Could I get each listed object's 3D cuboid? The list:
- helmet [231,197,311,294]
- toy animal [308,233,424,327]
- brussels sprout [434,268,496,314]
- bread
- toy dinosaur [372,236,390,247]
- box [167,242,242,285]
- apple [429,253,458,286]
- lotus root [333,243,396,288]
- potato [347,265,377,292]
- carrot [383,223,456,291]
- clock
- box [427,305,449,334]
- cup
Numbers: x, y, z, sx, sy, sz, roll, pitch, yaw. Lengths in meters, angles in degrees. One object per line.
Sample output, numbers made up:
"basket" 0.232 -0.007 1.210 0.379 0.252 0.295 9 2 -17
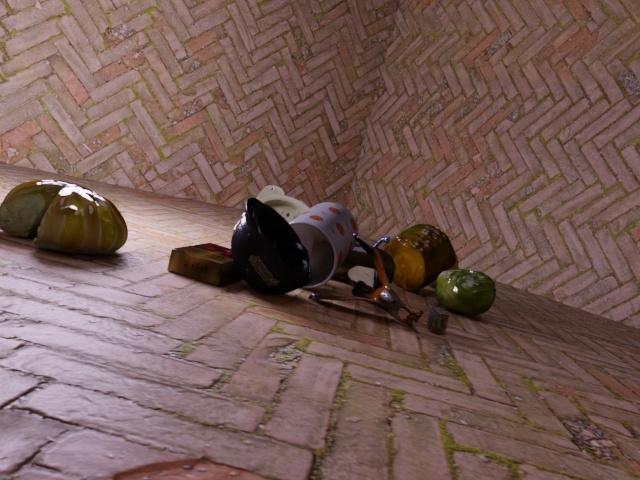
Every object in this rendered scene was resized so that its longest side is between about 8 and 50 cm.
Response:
"helmet" -0.154 0.034 1.398 0.279 0.160 0.231 49 22 -18
"toy animal" 0.162 0.173 1.505 0.302 0.225 0.284 33 -6 32
"brussels sprout" 0.517 0.190 1.870 0.223 0.161 0.223 -7 15 2
"bread" -0.657 -0.068 1.361 0.332 0.160 0.333 16 5 -1
"toy dinosaur" 0.153 0.046 2.167 0.247 0.188 0.075 15 -2 24
"box" -0.298 0.063 1.459 0.159 0.071 0.240 14 6 13
"apple" 0.542 0.130 2.386 0.199 0.200 0.200 14 6 -1
"lotus root" 0.145 0.087 1.912 0.274 0.152 0.160 15 -1 -3
"potato" 0.139 0.136 1.805 0.103 0.066 0.096 20 45 2
"carrot" 0.409 0.061 2.129 0.241 0.242 0.340 18 30 34
"clock" -0.138 -0.041 1.924 0.309 0.284 0.114 28 -32 9
"box" 0.334 0.226 1.481 0.044 0.062 0.098 13 7 3
"cup" 0.000 0.000 1.687 0.212 0.213 0.317 16 22 15
